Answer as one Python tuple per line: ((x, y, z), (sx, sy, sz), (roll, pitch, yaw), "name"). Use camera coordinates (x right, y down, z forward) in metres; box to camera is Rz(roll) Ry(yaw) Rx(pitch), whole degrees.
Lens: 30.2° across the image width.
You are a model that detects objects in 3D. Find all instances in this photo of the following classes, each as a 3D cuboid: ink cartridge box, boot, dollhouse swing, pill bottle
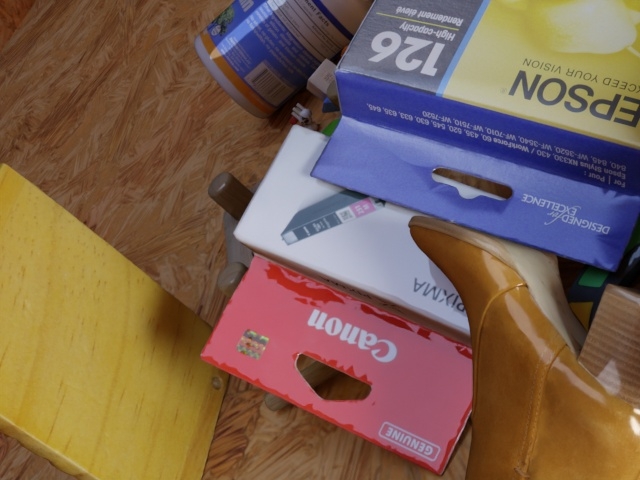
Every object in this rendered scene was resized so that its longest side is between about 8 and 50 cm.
((0.175, -0.158, 1.053), (0.304, 0.072, 0.307), (19, 68, 27), "ink cartridge box")
((0.139, 0.109, 0.918), (0.295, 0.104, 0.211), (27, 101, 52), "boot")
((0.039, 0.044, 1.077), (0.275, 0.060, 0.238), (22, 76, 27), "ink cartridge box")
((-0.332, 0.130, 1.305), (0.305, 0.347, 0.315), (-22, 39, 35), "dollhouse swing")
((-0.026, -0.305, 1.612), (0.272, 0.152, 0.152), (-40, 31, 13), "pill bottle")

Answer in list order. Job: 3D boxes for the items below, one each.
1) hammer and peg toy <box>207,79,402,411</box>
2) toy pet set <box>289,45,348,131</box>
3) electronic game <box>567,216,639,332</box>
((0.000, 0.000, 1.253), (0.266, 0.127, 0.361), (-37, 32, 17), "hammer and peg toy")
((0.024, -0.192, 1.535), (0.122, 0.065, 0.114), (-51, -4, -11), "toy pet set")
((0.283, 0.050, 0.918), (0.229, 0.048, 0.229), (-32, 33, 25), "electronic game")
